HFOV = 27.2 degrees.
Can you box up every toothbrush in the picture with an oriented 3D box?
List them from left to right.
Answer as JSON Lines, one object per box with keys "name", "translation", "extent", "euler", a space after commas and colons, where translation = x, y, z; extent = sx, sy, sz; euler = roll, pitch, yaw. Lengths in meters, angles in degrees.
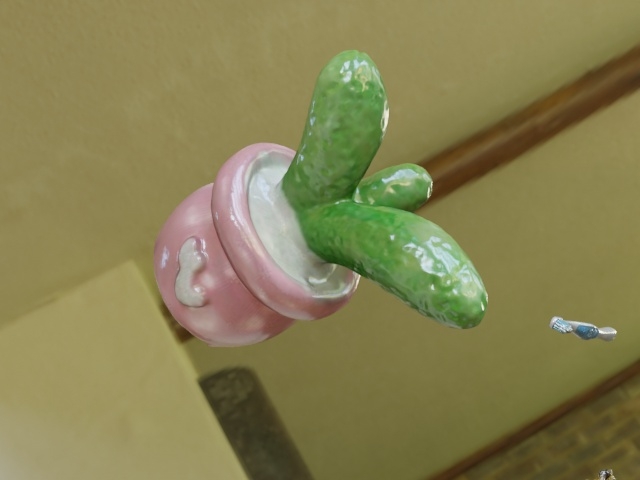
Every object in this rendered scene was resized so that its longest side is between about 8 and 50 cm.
{"name": "toothbrush", "translation": [0.205, 0.069, 1.028], "extent": [0.014, 0.017, 0.162], "euler": [-58, -24, 9]}

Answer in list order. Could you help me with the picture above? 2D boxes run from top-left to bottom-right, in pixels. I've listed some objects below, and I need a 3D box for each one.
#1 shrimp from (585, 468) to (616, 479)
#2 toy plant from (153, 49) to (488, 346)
{"name": "shrimp", "translation": [0.137, 0.173, 0.777], "extent": [0.127, 0.025, 0.091], "euler": [-27, -25, -49]}
{"name": "toy plant", "translation": [-0.006, 0.003, 1.460], "extent": [0.356, 0.317, 0.211], "euler": [-28, -10, 31]}
